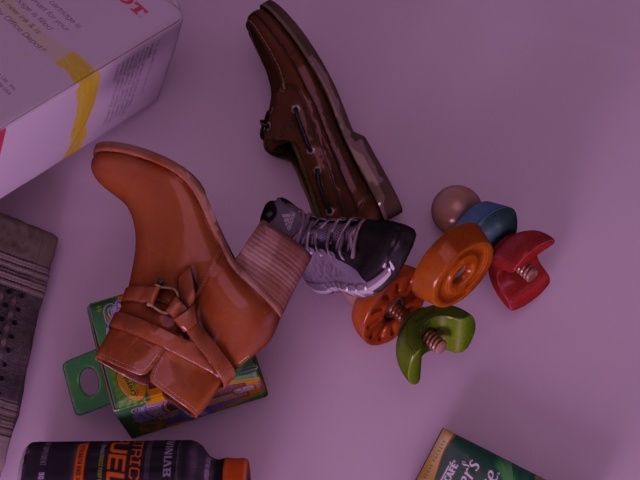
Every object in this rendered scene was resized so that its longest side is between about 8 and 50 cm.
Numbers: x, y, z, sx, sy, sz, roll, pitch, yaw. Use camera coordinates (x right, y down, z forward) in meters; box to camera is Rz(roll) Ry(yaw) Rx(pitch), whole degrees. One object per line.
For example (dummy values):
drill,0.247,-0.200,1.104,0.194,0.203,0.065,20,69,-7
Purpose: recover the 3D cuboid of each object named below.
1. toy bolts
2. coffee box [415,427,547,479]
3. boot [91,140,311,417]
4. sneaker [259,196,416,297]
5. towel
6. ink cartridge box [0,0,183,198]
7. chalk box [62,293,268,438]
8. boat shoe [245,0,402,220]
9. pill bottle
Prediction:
toy bolts,0.136,0.009,1.934,0.228,0.218,0.158,-30,56,-27
coffee box,0.190,0.298,1.899,0.184,0.040,0.113,28,74,11
boot,-0.176,0.039,1.845,0.283,0.109,0.220,33,79,8
sneaker,0.000,0.000,1.879,0.132,0.229,0.086,33,69,-19
towel,-0.471,0.090,1.925,0.324,0.056,0.312,20,67,-24
ink cartridge box,-0.388,-0.211,1.961,0.279,0.160,0.385,41,50,14
chalk box,-0.182,0.131,1.923,0.213,0.132,0.132,-17,71,-4
boat shoe,-0.023,-0.139,2.020,0.104,0.111,0.307,-29,74,-3
pill bottle,-0.198,0.282,1.873,0.246,0.130,0.130,-1,71,1
